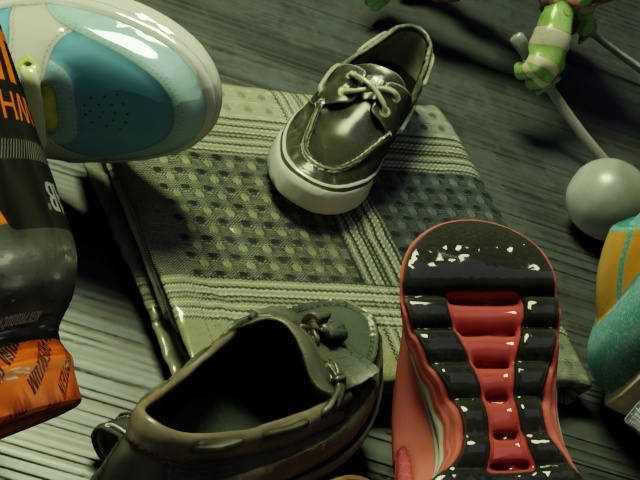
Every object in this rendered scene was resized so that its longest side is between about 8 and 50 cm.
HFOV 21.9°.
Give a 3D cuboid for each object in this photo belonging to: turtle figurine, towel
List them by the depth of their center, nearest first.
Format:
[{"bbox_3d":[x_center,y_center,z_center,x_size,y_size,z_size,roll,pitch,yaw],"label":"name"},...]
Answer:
[{"bbox_3d":[0.000,0.000,1.170,0.324,0.056,0.312,5,42,-29],"label":"towel"},{"bbox_3d":[0.183,-0.186,1.470,0.266,0.274,0.197,15,54,22],"label":"turtle figurine"}]

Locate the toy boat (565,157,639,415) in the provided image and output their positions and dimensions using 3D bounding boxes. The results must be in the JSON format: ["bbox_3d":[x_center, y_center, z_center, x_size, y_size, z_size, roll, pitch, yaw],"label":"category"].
[{"bbox_3d":[0.259,-0.006,1.190,0.148,0.267,0.318,33,1,1],"label":"toy boat"}]

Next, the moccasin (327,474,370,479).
[{"bbox_3d":[-0.011,0.256,0.724,0.139,0.147,0.380,23,35,-1],"label":"moccasin"}]

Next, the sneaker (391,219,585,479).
[{"bbox_3d":[0.097,0.148,0.964,0.116,0.136,0.313,3,58,-1],"label":"sneaker"}]

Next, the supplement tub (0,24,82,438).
[{"bbox_3d":[-0.251,-0.049,0.843,0.207,0.207,0.338,-15,83,-42],"label":"supplement tub"}]

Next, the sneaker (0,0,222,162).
[{"bbox_3d":[-0.235,-0.071,1.024,0.319,0.127,0.208,8,34,15],"label":"sneaker"}]

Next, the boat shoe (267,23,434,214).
[{"bbox_3d":[0.026,-0.096,1.196,0.078,0.070,0.219,29,36,3],"label":"boat shoe"}]

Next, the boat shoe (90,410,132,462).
[{"bbox_3d":[-0.083,0.140,0.925,0.038,0.046,0.125,-12,45,-40],"label":"boat shoe"}]

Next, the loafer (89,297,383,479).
[{"bbox_3d":[-0.029,0.085,0.915,0.096,0.084,0.267,27,31,17],"label":"loafer"}]

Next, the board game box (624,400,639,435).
[{"bbox_3d":[0.306,0.172,1.033,0.194,0.060,0.194,41,2,35],"label":"board game box"}]
